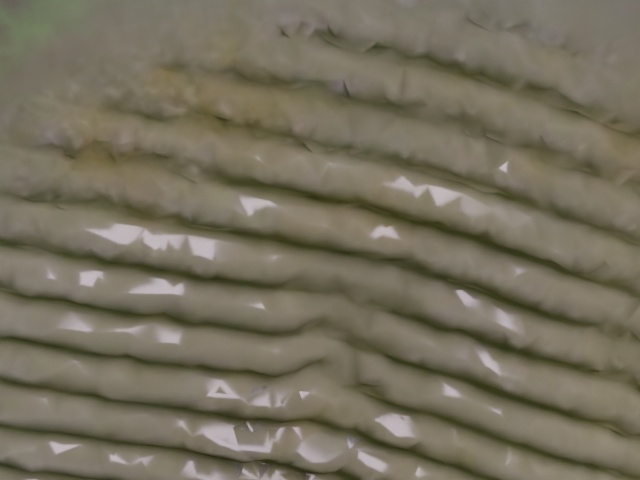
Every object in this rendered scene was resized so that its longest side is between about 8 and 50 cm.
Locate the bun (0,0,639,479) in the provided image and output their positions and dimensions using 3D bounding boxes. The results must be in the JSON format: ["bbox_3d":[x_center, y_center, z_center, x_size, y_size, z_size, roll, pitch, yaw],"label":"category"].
[{"bbox_3d":[0.000,0.000,0.481,0.287,0.287,0.146,14,33,-20],"label":"bun"}]
